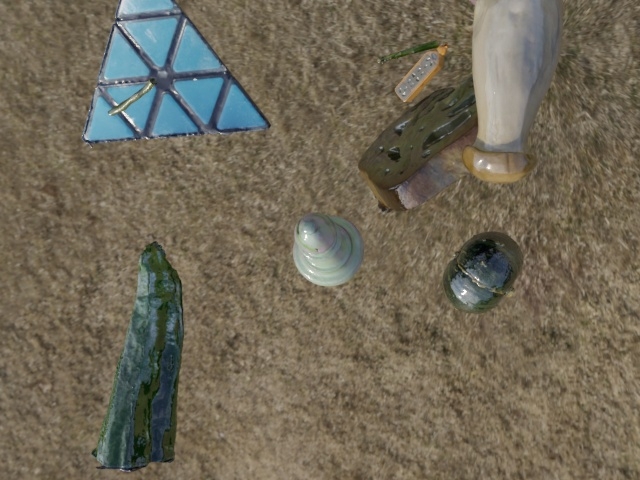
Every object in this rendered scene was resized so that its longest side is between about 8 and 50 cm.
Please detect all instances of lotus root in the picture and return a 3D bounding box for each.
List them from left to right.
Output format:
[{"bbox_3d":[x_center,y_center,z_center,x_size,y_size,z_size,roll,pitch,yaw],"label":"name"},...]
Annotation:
[{"bbox_3d":[0.237,-0.198,1.387,0.390,0.375,0.111,-19,121,45],"label":"lotus root"}]

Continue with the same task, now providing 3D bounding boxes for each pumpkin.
[{"bbox_3d":[0.345,0.069,1.428,0.190,0.190,0.146,-38,90,23],"label":"pumpkin"}]

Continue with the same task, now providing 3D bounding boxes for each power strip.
[{"bbox_3d":[0.243,-0.401,1.602,0.049,0.028,0.178,53,127,12],"label":"power strip"}]

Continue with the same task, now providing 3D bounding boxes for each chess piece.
[{"bbox_3d":[0.000,0.000,1.199,0.139,0.272,0.139,-2,79,9],"label":"chess piece"}]

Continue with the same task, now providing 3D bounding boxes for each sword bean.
[{"bbox_3d":[-0.204,-0.154,0.728,0.083,0.012,0.012,-23,97,36],"label":"sword bean"}]

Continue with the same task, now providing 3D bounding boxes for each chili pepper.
[{"bbox_3d":[-0.181,0.113,0.688,0.059,0.088,0.227,2,88,49],"label":"chili pepper"}]

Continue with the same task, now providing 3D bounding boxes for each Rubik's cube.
[{"bbox_3d":[-0.235,-0.273,1.083,0.228,0.228,0.233,-12,78,51],"label":"Rubik's cube"}]

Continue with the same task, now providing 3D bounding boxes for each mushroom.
[{"bbox_3d":[0.272,-0.255,0.953,0.128,0.128,0.350,9,98,16],"label":"mushroom"}]

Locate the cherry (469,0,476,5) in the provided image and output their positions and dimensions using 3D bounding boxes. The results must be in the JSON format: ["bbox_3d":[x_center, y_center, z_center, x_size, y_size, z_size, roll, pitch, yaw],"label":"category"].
[{"bbox_3d":[0.436,-0.630,1.700,0.148,0.188,0.115,31,123,-27],"label":"cherry"}]

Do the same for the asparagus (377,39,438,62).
[{"bbox_3d":[0.176,-0.381,1.362,0.127,0.018,0.015,-14,78,6],"label":"asparagus"}]
